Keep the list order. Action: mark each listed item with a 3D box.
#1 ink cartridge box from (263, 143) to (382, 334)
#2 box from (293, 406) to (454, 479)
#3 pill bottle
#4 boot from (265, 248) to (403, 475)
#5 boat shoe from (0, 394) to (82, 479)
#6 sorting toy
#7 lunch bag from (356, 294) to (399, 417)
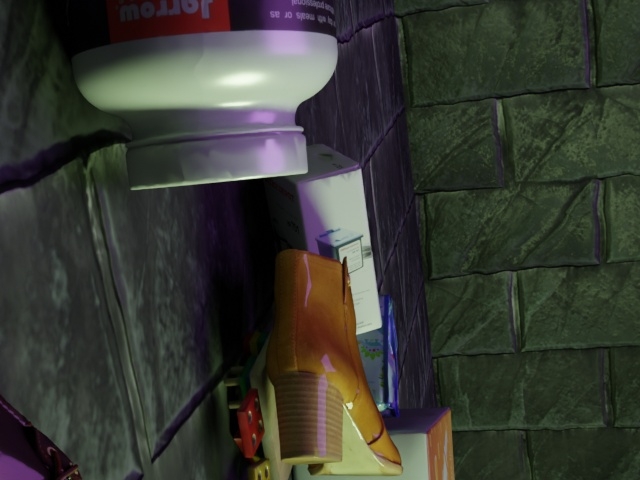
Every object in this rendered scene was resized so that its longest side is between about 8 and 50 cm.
[{"bbox_3d":[0.000,0.000,1.055,0.139,0.082,0.191,-142,-142,-65],"label":"ink cartridge box"},{"bbox_3d":[0.087,0.347,1.244,0.345,0.168,0.215,20,66,-76],"label":"box"},{"bbox_3d":[-0.085,-0.201,0.626,0.181,0.181,0.323,-23,108,-77],"label":"pill bottle"},{"bbox_3d":[0.022,0.133,0.958,0.295,0.104,0.211,48,39,-64],"label":"boot"},{"bbox_3d":[-0.149,0.134,0.471,0.073,0.073,0.207,-80,160,-46],"label":"boat shoe"},{"bbox_3d":[-0.058,0.167,0.931,0.274,0.046,0.132,-65,148,-67],"label":"sorting toy"},{"bbox_3d":[0.028,0.143,1.141,0.096,0.128,0.151,60,27,-66],"label":"lunch bag"}]
